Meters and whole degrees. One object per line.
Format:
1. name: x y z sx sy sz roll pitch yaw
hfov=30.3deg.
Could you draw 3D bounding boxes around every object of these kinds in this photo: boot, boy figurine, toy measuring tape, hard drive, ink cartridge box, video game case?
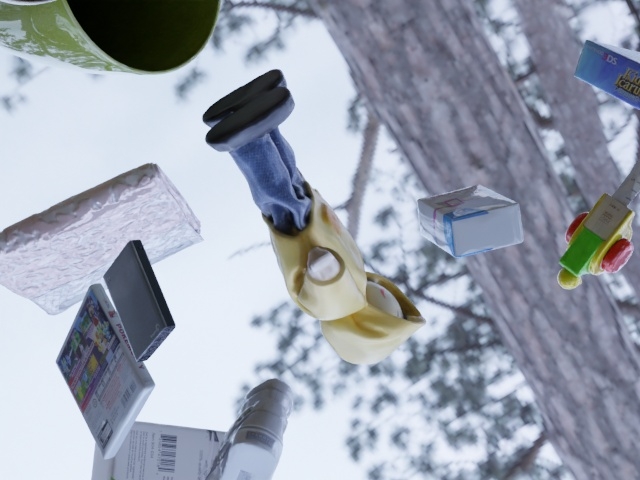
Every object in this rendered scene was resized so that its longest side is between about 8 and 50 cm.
1. boot: -0.096 0.298 1.654 0.258 0.095 0.123 -59 -173 48
2. boy figurine: 0.000 0.000 1.028 0.092 0.285 0.177 -30 -157 5
3. toy measuring tape: 0.533 -0.046 2.095 0.330 0.121 0.121 -54 -157 9
4. hard drive: -0.240 0.080 1.565 0.022 0.135 0.094 -6 151 -40
5. ink cartridge box: -0.227 0.406 1.914 0.115 0.273 0.198 -26 -124 58
6. ink cartridge box: 0.180 -0.025 1.440 0.088 0.052 0.122 -13 -165 -12
7. video game case: 0.522 -0.191 1.610 0.269 0.244 0.061 47 -56 56
8. video game case: -0.317 0.192 1.721 0.023 0.183 0.201 -13 149 -38

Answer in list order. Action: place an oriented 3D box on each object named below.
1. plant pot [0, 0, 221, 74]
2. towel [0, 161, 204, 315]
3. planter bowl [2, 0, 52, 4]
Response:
1. plant pot: -0.332 -0.343 1.607 0.293 0.275 0.275 -3 -141 43
2. towel: -0.376 0.005 1.966 0.332 0.317 0.053 -26 -111 1
3. planter bowl: -0.299 -0.307 1.173 0.162 0.162 0.109 -41 -166 -15
